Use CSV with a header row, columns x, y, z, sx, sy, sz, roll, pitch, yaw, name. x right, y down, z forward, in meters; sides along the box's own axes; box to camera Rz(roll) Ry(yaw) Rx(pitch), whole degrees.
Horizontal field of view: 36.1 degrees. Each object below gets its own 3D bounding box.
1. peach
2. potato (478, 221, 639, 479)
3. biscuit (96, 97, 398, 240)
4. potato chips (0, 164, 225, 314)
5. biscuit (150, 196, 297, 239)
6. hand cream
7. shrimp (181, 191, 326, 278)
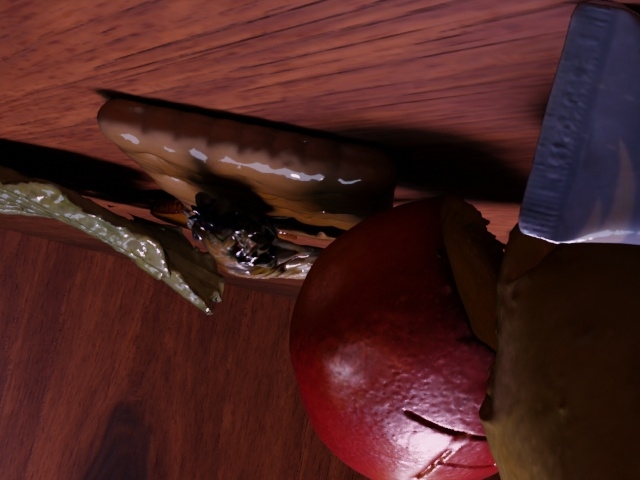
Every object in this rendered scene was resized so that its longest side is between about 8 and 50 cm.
x,y,z,sx,sy,sz,roll,pitch,yaw,name
0.083,0.070,0.684,0.196,0.190,0.226,36,141,18,peach
0.205,0.059,0.460,0.247,0.196,0.300,-15,-160,-22,potato
-0.044,-0.042,0.812,0.217,0.044,0.325,10,173,3,biscuit
-0.306,-0.020,1.150,0.389,0.097,0.373,17,175,15,potato chips
-0.127,-0.029,1.137,0.126,0.025,0.206,18,171,-43,biscuit
0.217,-0.021,0.377,0.272,0.091,0.058,10,-160,-4,hand cream
0.000,0.000,0.769,0.198,0.051,0.262,0,168,10,shrimp
